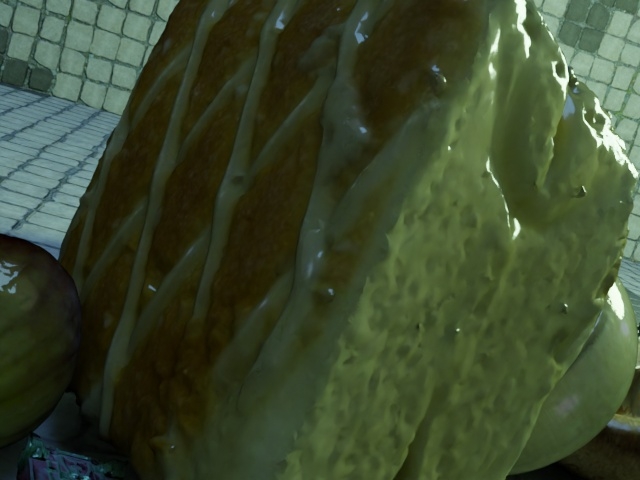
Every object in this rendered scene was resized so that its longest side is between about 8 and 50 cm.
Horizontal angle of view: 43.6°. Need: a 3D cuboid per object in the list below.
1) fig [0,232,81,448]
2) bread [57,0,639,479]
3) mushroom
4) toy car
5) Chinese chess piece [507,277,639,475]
[{"bbox_3d":[-0.238,0.097,0.515,0.143,0.160,0.230,29,32,-26],"label":"fig"},{"bbox_3d":[0.000,0.000,0.632,0.279,0.390,0.371,30,-5,-37],"label":"bread"},{"bbox_3d":[0.312,0.173,0.875,0.278,0.146,0.278,15,20,-6],"label":"mushroom"},{"bbox_3d":[-0.151,0.164,0.486,0.069,0.055,0.142,23,-2,-23],"label":"toy car"},{"bbox_3d":[0.168,0.098,0.783,0.273,0.273,0.102,33,-21,55],"label":"Chinese chess piece"}]
